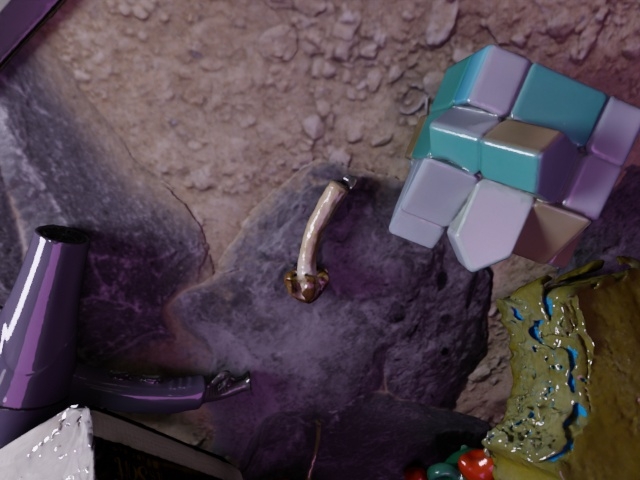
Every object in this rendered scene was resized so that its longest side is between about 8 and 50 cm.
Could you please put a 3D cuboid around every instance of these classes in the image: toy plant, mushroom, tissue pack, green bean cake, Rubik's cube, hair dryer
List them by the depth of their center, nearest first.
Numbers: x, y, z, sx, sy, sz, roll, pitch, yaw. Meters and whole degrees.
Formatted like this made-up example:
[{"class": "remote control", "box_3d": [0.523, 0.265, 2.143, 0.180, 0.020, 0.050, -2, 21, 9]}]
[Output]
[{"class": "Rubik's cube", "box_3d": [0.206, -0.071, 0.543, 0.224, 0.265, 0.213, 21, 98, -5]}, {"class": "tissue pack", "box_3d": [-0.251, 0.370, 0.623, 0.209, 0.198, 0.370, -29, 138, 5]}, {"class": "mushroom", "box_3d": [0.000, 0.000, 0.643, 0.060, 0.061, 0.187, 15, 106, -12]}, {"class": "hair dryer", "box_3d": [-0.256, 0.160, 0.658, 0.360, 0.121, 0.301, 16, 102, -27]}, {"class": "green bean cake", "box_3d": [0.350, 0.202, 0.690, 0.284, 0.202, 0.310, -10, 77, -17]}, {"class": "toy plant", "box_3d": [0.329, 0.466, 0.846, 0.400, 0.279, 0.186, 34, 63, -29]}]

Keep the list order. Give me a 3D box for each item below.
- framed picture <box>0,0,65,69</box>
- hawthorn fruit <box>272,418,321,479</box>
[{"class": "framed picture", "box_3d": [-0.376, -0.311, 0.449, 0.347, 0.016, 0.265, -42, 115, 8]}, {"class": "hawthorn fruit", "box_3d": [-0.040, 0.428, 0.800, 0.165, 0.165, 0.286, 23, 87, -20]}]
